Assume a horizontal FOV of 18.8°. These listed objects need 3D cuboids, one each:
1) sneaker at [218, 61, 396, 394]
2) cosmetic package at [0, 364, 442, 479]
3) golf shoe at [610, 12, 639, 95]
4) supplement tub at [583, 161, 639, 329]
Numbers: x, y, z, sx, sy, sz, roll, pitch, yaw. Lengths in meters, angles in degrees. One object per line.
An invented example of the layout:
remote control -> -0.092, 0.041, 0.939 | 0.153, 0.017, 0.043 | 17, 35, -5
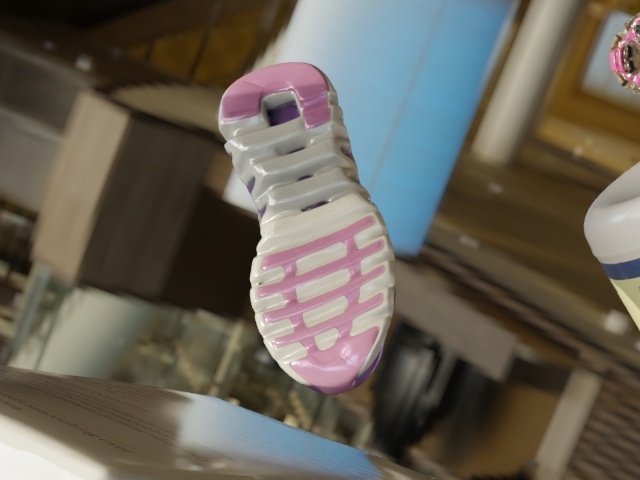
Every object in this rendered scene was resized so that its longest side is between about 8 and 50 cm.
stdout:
sneaker -> 0.000, 0.000, 1.278 | 0.095, 0.236, 0.104 | -15, 149, 5
cosmetic package -> -0.134, 0.268, 1.216 | 0.329, 0.327, 0.394 | 15, 180, 43
golf shoe -> 0.279, -0.126, 1.201 | 0.186, 0.067, 0.086 | -2, -177, 30
supplement tub -> 0.372, 0.062, 1.446 | 0.324, 0.235, 0.235 | 59, -173, -5
